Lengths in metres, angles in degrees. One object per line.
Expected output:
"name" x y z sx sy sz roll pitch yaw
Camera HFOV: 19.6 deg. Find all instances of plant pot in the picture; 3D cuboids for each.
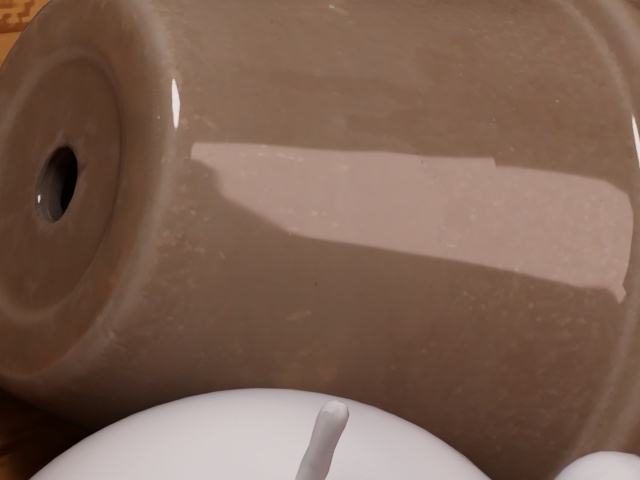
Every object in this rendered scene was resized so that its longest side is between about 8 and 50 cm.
"plant pot" 0.000 0.000 0.689 0.229 0.263 0.263 13 66 -36

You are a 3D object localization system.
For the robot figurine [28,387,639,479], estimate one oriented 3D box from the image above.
"robot figurine" -0.003 0.185 0.589 0.300 0.200 0.353 -34 135 -12
